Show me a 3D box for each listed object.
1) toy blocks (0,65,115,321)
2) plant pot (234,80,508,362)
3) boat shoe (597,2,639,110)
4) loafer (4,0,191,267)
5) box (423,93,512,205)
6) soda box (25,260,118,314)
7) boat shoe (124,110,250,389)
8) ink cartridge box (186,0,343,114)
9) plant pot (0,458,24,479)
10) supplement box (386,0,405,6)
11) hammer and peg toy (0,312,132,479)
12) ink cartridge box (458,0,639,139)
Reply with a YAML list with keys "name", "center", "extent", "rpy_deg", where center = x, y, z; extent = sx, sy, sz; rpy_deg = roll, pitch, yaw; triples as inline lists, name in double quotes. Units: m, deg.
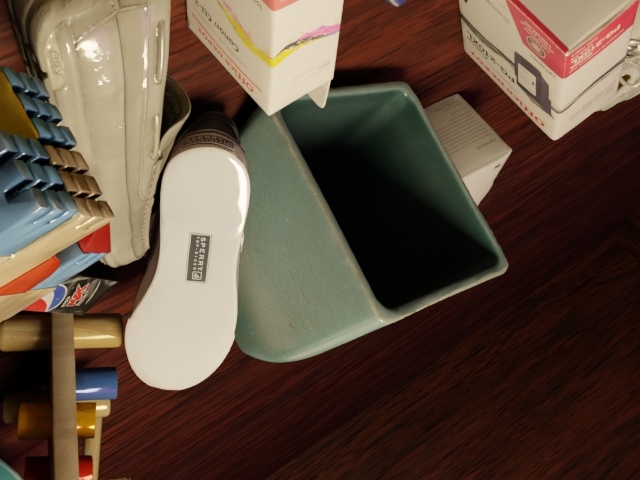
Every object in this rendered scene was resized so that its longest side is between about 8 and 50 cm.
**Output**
- name: "toy blocks"
  center: [-0.248, 0.000, 0.506]
  extent: [0.261, 0.191, 0.381]
  rpy_deg: [-31, 175, 7]
- name: "plant pot"
  center: [0.000, 0.000, 0.973]
  extent: [0.252, 0.247, 0.248]
  rpy_deg: [-35, 168, 40]
- name: "boat shoe"
  center: [0.451, -0.291, 1.314]
  extent: [0.156, 0.136, 0.367]
  rpy_deg: [-32, 170, -10]
- name: "loafer"
  center: [-0.151, -0.084, 0.675]
  extent: [0.111, 0.112, 0.319]
  rpy_deg: [-23, 156, -19]
- name: "box"
  center: [0.135, -0.076, 1.203]
  extent: [0.182, 0.119, 0.181]
  rpy_deg: [-28, 158, -29]
- name: "soda box"
  center: [-0.261, 0.027, 0.799]
  extent: [0.053, 0.060, 0.169]
  rpy_deg: [-42, 161, 11]
- name: "boat shoe"
  center: [-0.130, 0.014, 0.878]
  extent: [0.108, 0.102, 0.301]
  rpy_deg: [7, 122, -7]
- name: "ink cartridge box"
  center: [-0.045, -0.177, 0.652]
  extent: [0.067, 0.115, 0.198]
  rpy_deg: [-33, 160, -19]
- name: "plant pot"
  center: [-0.477, 0.416, 1.008]
  extent: [0.255, 0.272, 0.271]
  rpy_deg: [-26, 162, 8]
- name: "supplement box"
  center: [-0.016, -0.279, 0.356]
  extent: [0.195, 0.194, 0.356]
  rpy_deg: [-44, 161, 15]
- name: "hammer and peg toy"
  center: [-0.291, 0.243, 0.970]
  extent: [0.127, 0.266, 0.361]
  rpy_deg: [0, 147, -18]
- name: "ink cartridge box"
  center: [0.241, -0.234, 0.961]
  extent: [0.100, 0.172, 0.237]
  rpy_deg: [-39, 161, 1]
